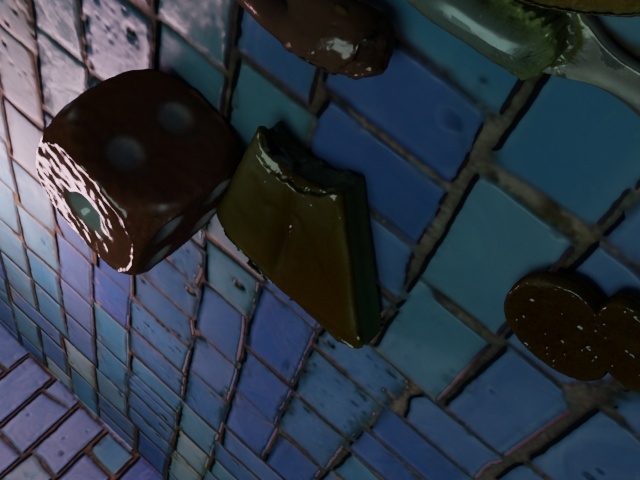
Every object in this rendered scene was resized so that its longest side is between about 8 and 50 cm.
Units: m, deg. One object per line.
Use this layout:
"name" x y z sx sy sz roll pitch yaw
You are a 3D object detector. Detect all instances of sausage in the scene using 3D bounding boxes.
"sausage" -0.063 -0.231 0.692 0.304 0.078 0.078 37 148 13

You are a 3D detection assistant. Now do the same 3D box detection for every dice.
"dice" -0.207 -0.082 0.937 0.175 0.179 0.174 48 150 6

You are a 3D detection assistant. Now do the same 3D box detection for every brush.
"brush" 0.171 -0.120 0.549 0.313 0.067 0.072 37 147 12

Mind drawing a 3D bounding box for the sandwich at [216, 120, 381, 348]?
"sandwich" 0.000 0.000 0.887 0.245 0.063 0.212 43 147 3

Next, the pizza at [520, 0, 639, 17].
"pizza" 0.169 -0.211 0.440 0.201 0.053 0.193 16 146 18

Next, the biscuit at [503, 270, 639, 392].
"biscuit" 0.247 0.083 0.721 0.175 0.026 0.124 14 138 42
